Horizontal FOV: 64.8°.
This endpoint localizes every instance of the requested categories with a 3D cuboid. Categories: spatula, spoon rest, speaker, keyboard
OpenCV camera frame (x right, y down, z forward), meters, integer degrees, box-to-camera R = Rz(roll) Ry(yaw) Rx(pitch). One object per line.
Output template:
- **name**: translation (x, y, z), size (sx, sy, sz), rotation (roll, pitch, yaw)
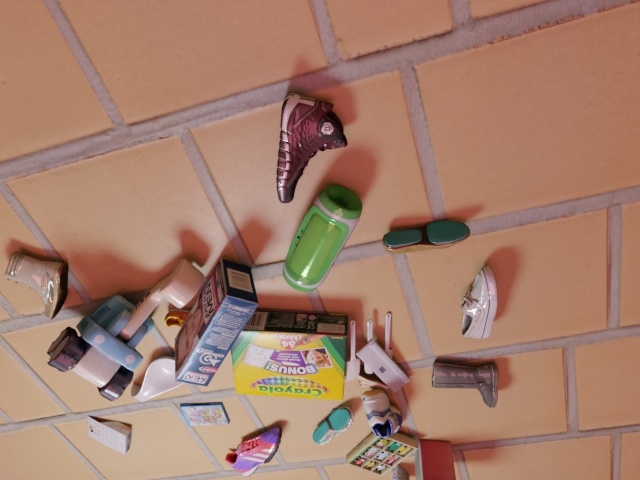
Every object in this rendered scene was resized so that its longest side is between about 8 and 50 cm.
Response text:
- **spatula**: translation (0.160, 0.336, 1.607), size (0.168, 0.019, 0.241), rotation (-10, 119, -14)
- **spoon rest**: translation (-0.576, 0.496, 1.774), size (0.276, 0.084, 0.137), rotation (-37, 114, 27)
- **speaker**: translation (0.000, 0.000, 1.351), size (0.131, 0.131, 0.296), rotation (22, 124, -10)
- **keyboard**: translation (0.209, 0.414, 1.647), size (0.072, 0.014, 0.256), rotation (-38, 122, 5)

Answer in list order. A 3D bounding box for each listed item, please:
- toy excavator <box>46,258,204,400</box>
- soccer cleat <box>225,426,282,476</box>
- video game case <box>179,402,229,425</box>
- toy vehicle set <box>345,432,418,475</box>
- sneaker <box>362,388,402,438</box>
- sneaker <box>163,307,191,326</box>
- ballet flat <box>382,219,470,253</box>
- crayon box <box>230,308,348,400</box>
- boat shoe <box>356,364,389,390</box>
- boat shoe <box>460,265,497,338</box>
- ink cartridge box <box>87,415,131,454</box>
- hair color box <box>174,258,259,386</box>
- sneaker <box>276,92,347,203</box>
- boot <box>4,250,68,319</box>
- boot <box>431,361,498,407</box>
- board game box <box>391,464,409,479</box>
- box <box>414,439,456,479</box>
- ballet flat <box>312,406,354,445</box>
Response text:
- **toy excavator**: translation (-0.578, 0.241, 1.531), size (0.222, 0.445, 0.433), rotation (43, 159, -23)
- **soccer cleat**: translation (-0.258, 0.811, 1.958), size (0.117, 0.108, 0.318), rotation (32, 124, -12)
- **video game case**: translation (-0.441, 0.663, 1.920), size (0.167, 0.015, 0.119), rotation (-5, 125, 9)
- **toy vehicle set**: translation (0.233, 0.817, 1.946), size (0.166, 0.035, 0.266), rotation (24, 128, -12)
- **sneaker**: translation (0.213, 0.631, 1.747), size (0.112, 0.130, 0.296), rotation (-18, 138, 16)
- **sneaker**: translation (-0.408, 0.250, 1.597), size (0.175, 0.067, 0.064), rotation (-9, 122, 9)
- **ballet flat**: translation (0.285, -0.006, 1.367), size (0.233, 0.080, 0.073), rotation (-6, 152, 12)
- **crayon box**: translation (-0.099, 0.374, 1.632), size (0.363, 0.106, 0.312), rotation (3, 125, 3)
- **boat shoe**: translation (0.157, 0.472, 1.706), size (0.170, 0.063, 0.059), rotation (28, 117, -15)
- **boat shoe**: translation (0.453, 0.186, 1.466), size (0.088, 0.096, 0.267), rotation (-5, 133, 3)
- **ink cartridge box**: translation (-0.849, 0.772, 2.030), size (0.179, 0.045, 0.145), rotation (25, 126, 10)
- **hair color box**: translation (-0.314, 0.244, 1.478), size (0.105, 0.173, 0.347), rotation (20, 116, -27)
- **sneaker**: translation (-0.020, -0.208, 1.222), size (0.163, 0.106, 0.281), rotation (6, 125, -3)
- **boot**: translation (-0.876, 0.138, 1.553), size (0.165, 0.077, 0.213), rotation (18, 119, -8)
- **boot**: translation (0.477, 0.481, 1.678), size (0.209, 0.076, 0.189), rotation (-7, 110, 1)
- **board game box**: translation (0.319, 0.973, 1.987), size (0.026, 0.154, 0.103), rotation (-29, 118, 23)
- **box**: translation (0.426, 0.886, 1.868), size (0.127, 0.232, 0.148), rotation (3, 126, 3)
- **ballet flat**: translation (0.059, 0.679, 1.862), size (0.077, 0.091, 0.241), rotation (10, 137, -40)
